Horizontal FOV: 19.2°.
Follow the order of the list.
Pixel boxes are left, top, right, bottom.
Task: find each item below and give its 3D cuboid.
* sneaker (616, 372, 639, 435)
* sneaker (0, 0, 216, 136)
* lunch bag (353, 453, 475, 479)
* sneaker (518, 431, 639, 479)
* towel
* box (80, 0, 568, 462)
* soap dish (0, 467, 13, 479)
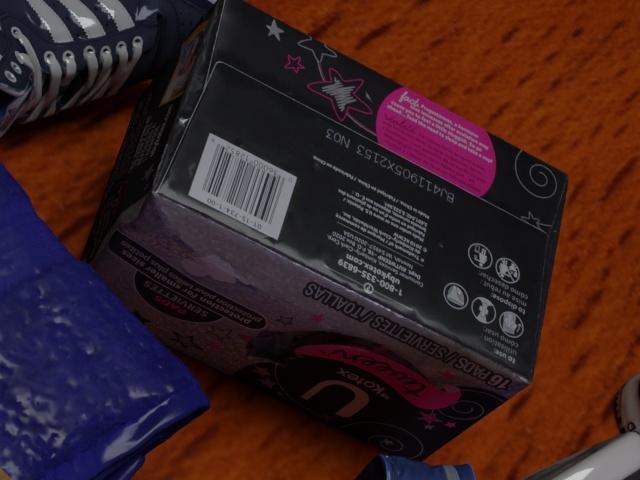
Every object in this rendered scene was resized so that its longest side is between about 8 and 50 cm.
[{"bbox_3d":[0.314,0.169,1.238,0.102,0.146,0.293,-2,51,-43],"label":"sneaker"},{"bbox_3d":[-0.165,-0.106,1.163,0.282,0.099,0.153,6,44,-31],"label":"sneaker"},{"bbox_3d":[0.049,0.165,1.054,0.065,0.098,0.067,9,60,-18],"label":"lunch bag"},{"bbox_3d":[0.081,0.227,0.935,0.295,0.104,0.147,-38,86,-18],"label":"sneaker"},{"bbox_3d":[-0.230,0.033,0.957,0.308,0.076,0.227,48,44,10],"label":"towel"},{"bbox_3d":[0.000,0.000,1.132,0.247,0.142,0.163,26,53,-15],"label":"box"},{"bbox_3d":[-0.187,0.229,0.656,0.118,0.229,0.291,16,31,16],"label":"soap dish"}]
